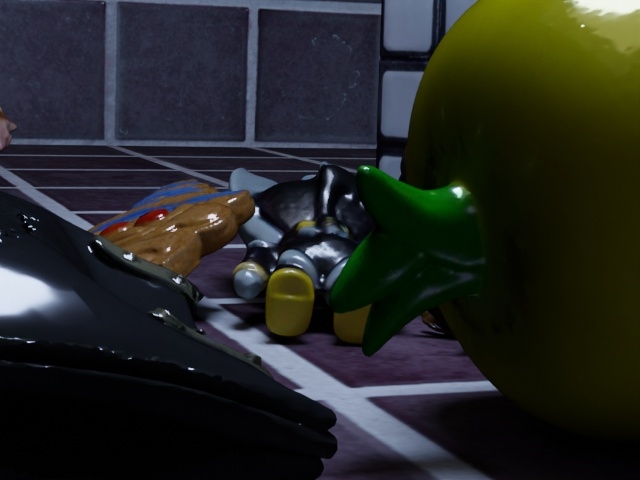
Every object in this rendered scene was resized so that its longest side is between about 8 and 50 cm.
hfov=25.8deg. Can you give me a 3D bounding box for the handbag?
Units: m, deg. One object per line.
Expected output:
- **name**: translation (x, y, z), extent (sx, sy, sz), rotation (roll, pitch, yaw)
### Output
- **handbag**: translation (-0.162, 0.042, 0.617), extent (0.288, 0.152, 0.342), rotation (12, 7, -19)

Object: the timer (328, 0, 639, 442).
- **timer**: translation (0.126, -0.015, 0.712), extent (0.285, 0.285, 0.285), rotation (2, 7, 0)

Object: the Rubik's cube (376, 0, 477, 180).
- **Rubik's cube**: translation (0.268, -0.151, 1.583), extent (0.305, 0.304, 0.301), rotation (-7, 11, -43)

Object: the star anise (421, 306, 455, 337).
- **star anise**: translation (0.150, 0.043, 0.982), extent (0.167, 0.057, 0.168), rotation (1, 7, 0)

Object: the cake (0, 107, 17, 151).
- **cake**: translation (-0.438, -0.168, 1.194), extent (0.314, 0.293, 0.307), rotation (-13, -2, -12)

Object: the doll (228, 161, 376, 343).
- **doll**: translation (0.005, 0.001, 1.092), extent (0.145, 0.103, 0.316), rotation (-17, 16, 4)

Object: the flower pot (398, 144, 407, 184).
- **flower pot**: translation (0.228, -0.112, 1.126), extent (0.266, 0.267, 0.266), rotation (24, 3, -1)

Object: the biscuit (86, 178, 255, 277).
- **biscuit**: translation (-0.138, 0.007, 1.045), extent (0.183, 0.043, 0.280), rotation (-23, 13, 13)
